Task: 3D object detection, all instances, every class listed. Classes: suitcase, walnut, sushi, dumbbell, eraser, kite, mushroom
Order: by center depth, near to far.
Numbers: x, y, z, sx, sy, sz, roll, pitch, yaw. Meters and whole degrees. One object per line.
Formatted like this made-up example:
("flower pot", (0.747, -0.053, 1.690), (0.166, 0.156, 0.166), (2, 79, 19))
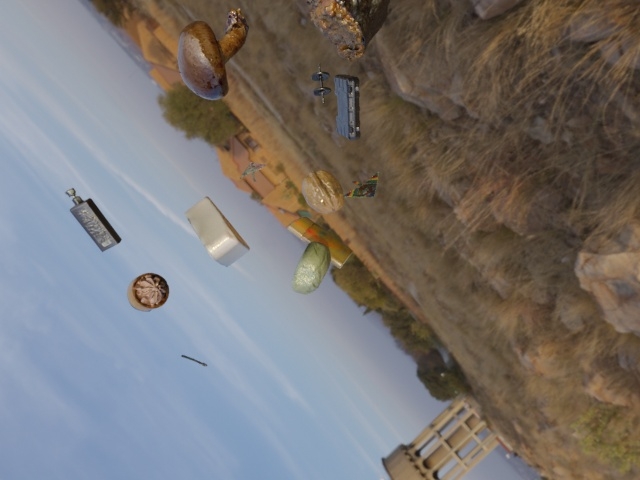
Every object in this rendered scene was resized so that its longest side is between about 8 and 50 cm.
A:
("kite", (0.117, -0.140, 1.135), (0.090, 0.122, 0.004), (43, 166, 38))
("sushi", (0.069, -0.673, 1.243), (0.234, 0.207, 0.348), (34, -175, 6))
("dumbbell", (0.003, -0.568, 1.554), (0.069, 0.070, 0.147), (138, 126, -88))
("kite", (-0.304, -0.310, 1.928), (0.011, 0.139, 0.156), (56, -169, -46))
("mushroom", (-0.467, -0.810, 1.929), (0.334, 0.357, 0.331), (63, 148, 20))
("eraser", (-0.450, -0.008, 1.961), (0.331, 0.150, 0.331), (52, 172, 10))
("suitcase", (0.129, -0.639, 2.050), (0.206, 0.066, 0.285), (-126, 28, -60))
("walnut", (0.011, -0.247, 2.172), (0.244, 0.198, 0.198), (61, 180, 6))

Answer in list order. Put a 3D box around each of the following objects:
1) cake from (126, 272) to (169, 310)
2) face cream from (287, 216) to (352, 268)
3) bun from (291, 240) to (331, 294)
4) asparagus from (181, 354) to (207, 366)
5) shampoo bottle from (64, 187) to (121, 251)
("cake", (-0.844, 0.255, 2.152), (0.208, 0.178, 0.185), (38, -131, -44))
("face cream", (0.000, 0.000, 1.859), (0.285, 0.067, 0.139), (36, -145, 5))
("bun", (-0.027, 0.104, 1.605), (0.108, 0.221, 0.221), (20, 177, 3))
("asparagus", (-0.534, 0.506, 1.808), (0.166, 0.013, 0.016), (6, 124, 35))
("shampoo bottle", (-1.043, -0.099, 1.950), (0.309, 0.098, 0.071), (62, -178, -24))
